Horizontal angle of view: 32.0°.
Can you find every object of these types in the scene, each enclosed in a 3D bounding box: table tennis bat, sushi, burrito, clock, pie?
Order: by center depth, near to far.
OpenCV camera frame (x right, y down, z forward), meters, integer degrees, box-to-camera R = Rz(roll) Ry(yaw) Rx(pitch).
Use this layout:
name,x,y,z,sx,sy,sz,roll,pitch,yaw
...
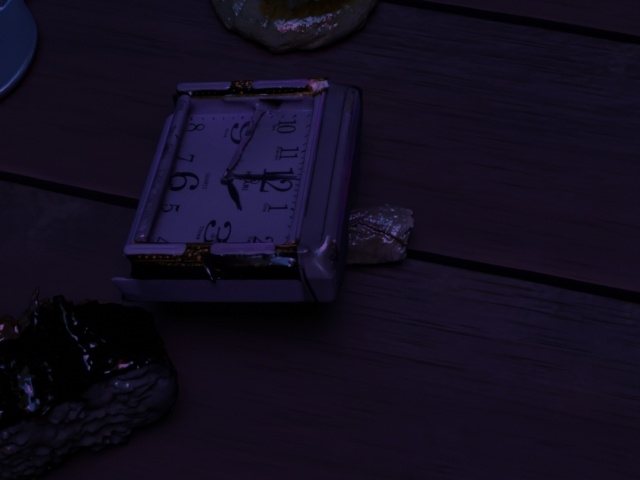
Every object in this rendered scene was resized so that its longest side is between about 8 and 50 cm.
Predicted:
name,x,y,z,sx,sy,sz,roll,pitch,yaw
sushi,-0.228,0.114,0.894,0.212,0.147,0.115,-24,63,-9
clock,-0.063,-0.044,0.973,0.186,0.083,0.253,0,46,11
burrito,0.000,-0.001,1.008,0.171,0.042,0.051,-4,73,1
table tennis bat,-0.341,-0.230,1.136,0.153,0.040,0.244,27,70,13
pie,-0.027,-0.273,1.149,0.187,0.041,0.187,-1,63,2
